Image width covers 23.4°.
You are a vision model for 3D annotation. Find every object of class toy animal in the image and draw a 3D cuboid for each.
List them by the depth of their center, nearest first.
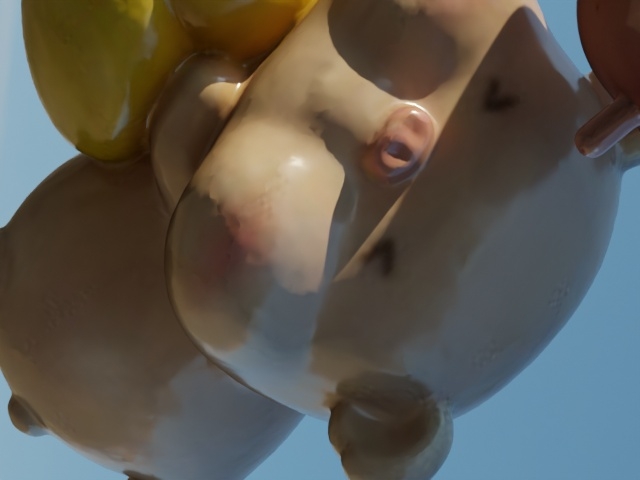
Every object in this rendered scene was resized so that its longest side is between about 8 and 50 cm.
[{"bbox_3d":[-0.015,-0.009,0.701,0.345,0.277,0.247,-44,-138,1],"label":"toy animal"}]

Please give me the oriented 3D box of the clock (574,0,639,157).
[{"bbox_3d":[0.187,-0.129,0.560,0.227,0.142,0.241,-33,-167,43],"label":"clock"}]
